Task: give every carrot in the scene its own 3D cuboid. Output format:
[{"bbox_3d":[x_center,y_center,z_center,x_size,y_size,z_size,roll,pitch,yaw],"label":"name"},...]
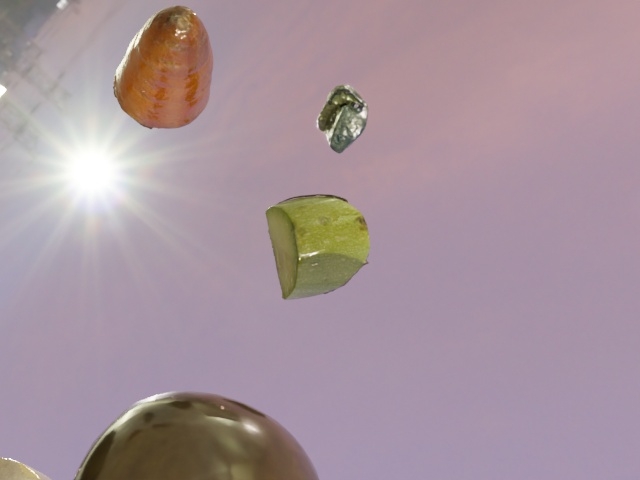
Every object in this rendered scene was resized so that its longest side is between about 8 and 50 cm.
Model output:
[{"bbox_3d":[-0.240,-0.285,1.366,0.159,0.159,0.225,-58,-178,-23],"label":"carrot"}]

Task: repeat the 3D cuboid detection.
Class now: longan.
[{"bbox_3d":[-0.122,0.305,0.907,0.297,0.297,0.297,-37,-154,22],"label":"longan"}]

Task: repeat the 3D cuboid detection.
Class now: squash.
[{"bbox_3d":[-0.007,-0.003,1.570,0.184,0.191,0.085,-15,169,8],"label":"squash"}]

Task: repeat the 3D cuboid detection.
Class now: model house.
[{"bbox_3d":[0.033,-0.172,1.245,0.078,0.066,0.083,-57,-168,19],"label":"model house"}]

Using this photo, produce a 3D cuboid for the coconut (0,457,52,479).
[{"bbox_3d":[-0.553,0.496,1.496,0.239,0.239,0.244,-56,170,-19],"label":"coconut"}]
